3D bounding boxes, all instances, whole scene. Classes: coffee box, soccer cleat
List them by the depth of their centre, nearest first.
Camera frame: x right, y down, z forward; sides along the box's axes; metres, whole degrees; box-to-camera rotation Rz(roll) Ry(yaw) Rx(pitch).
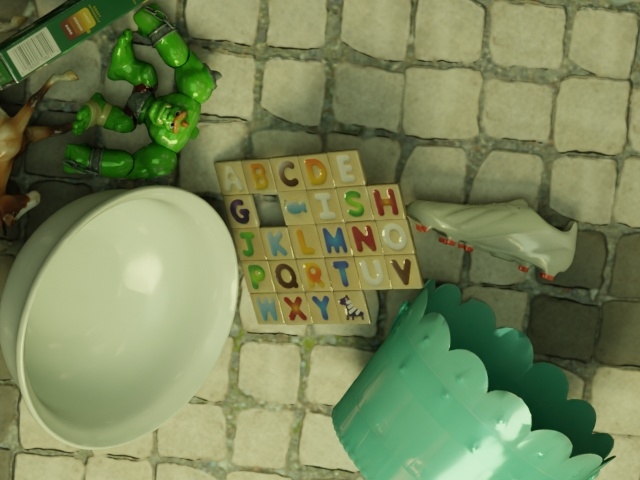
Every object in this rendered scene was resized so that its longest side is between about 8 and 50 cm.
[{"bbox_3d":[-0.269,-0.215,1.610,0.184,0.113,0.040,-39,107,-28],"label":"coffee box"},{"bbox_3d":[0.191,-0.018,1.739,0.196,0.068,0.076,19,91,-6],"label":"soccer cleat"}]

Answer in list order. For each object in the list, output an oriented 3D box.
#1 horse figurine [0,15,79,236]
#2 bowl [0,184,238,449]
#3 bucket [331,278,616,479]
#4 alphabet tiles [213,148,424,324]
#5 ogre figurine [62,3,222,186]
[{"bbox_3d":[-0.359,-0.158,1.670,0.174,0.066,0.263,-41,110,-7],"label":"horse figurine"},{"bbox_3d":[-0.241,0.065,1.693,0.134,0.298,0.298,24,111,39],"label":"bowl"},{"bbox_3d":[0.159,0.198,1.696,0.281,0.281,0.183,40,104,-10],"label":"bucket"},{"bbox_3d":[0.000,0.000,1.702,0.237,0.009,0.198,-3,109,37],"label":"alphabet tiles"},{"bbox_3d":[-0.186,-0.146,1.685,0.118,0.097,0.197,26,69,0],"label":"ogre figurine"}]
